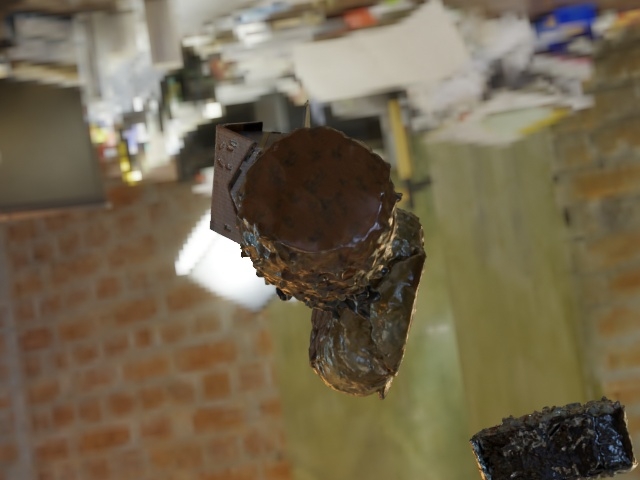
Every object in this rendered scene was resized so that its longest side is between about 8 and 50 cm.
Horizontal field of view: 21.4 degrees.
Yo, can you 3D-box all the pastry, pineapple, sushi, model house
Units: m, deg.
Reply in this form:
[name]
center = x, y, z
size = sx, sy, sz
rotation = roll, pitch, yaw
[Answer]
[pastry]
center = 0.051, 0.056, 1.848
size = 0.100, 0.218, 0.229
rotation = 12, -155, -7
[pineapple]
center = 0.000, 0.000, 1.617
size = 0.157, 0.158, 0.279
rotation = -8, 162, -1
[sushi]
center = 0.220, 0.195, 1.603
size = 0.150, 0.078, 0.090
rotation = -16, 176, 17
[model house]
center = -0.086, -0.095, 2.325
size = 0.135, 0.219, 0.207
rotation = 4, -162, 4
